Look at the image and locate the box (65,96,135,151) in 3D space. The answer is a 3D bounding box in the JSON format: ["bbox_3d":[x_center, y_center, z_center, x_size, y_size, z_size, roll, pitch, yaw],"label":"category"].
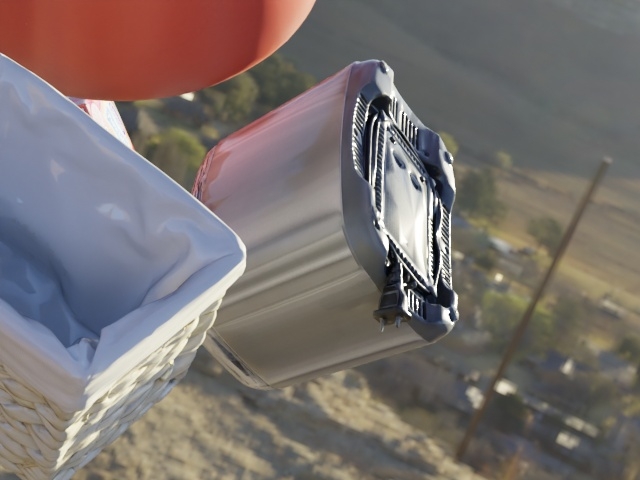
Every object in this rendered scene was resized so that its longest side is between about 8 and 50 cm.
[{"bbox_3d":[-0.384,-0.077,1.590,0.300,0.154,0.142,-19,24,7],"label":"box"}]

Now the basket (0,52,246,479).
[{"bbox_3d":[-0.134,0.013,0.567,0.167,0.103,0.113,36,45,14],"label":"basket"}]

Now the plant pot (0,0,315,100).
[{"bbox_3d":[-0.119,-0.263,0.775,0.275,0.243,0.275,3,55,-4],"label":"plant pot"}]

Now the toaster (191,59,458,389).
[{"bbox_3d":[0.000,0.000,0.833,0.129,0.146,0.227,48,30,-35],"label":"toaster"}]
